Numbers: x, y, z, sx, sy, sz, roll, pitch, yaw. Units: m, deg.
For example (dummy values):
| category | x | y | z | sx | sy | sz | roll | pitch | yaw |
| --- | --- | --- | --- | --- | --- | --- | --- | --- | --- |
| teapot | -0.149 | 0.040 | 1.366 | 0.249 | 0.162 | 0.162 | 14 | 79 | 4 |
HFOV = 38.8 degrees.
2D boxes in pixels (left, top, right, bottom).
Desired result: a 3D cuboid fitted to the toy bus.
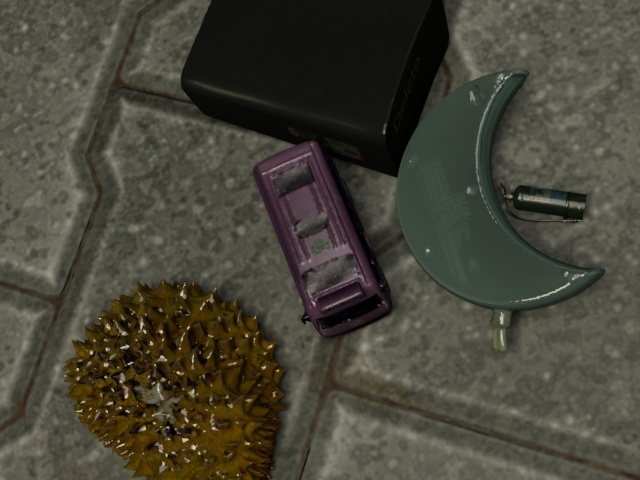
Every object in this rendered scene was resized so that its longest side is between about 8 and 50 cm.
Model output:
| category | x | y | z | sx | sy | sz | roll | pitch | yaw |
| --- | --- | --- | --- | --- | --- | --- | --- | --- | --- |
| toy bus | 0.000 | 0.000 | 0.875 | 0.087 | 0.098 | 0.178 | -24 | 73 | 4 |

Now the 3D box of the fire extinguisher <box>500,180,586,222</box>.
| category | x | y | z | sx | sy | sz | roll | pitch | yaw |
| --- | --- | --- | --- | --- | --- | --- | --- | --- | --- |
| fire extinguisher | 0.213 | -0.036 | 0.880 | 0.083 | 0.025 | 0.038 | 11 | 101 | 14 |

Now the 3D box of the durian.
| category | x | y | z | sx | sy | sz | roll | pitch | yaw |
| --- | --- | --- | --- | --- | --- | --- | --- | --- | --- |
| durian | -0.140 | 0.134 | 0.858 | 0.249 | 0.138 | 0.183 | 40 | 95 | 24 |

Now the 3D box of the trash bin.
| category | x | y | z | sx | sy | sz | roll | pitch | yaw |
| --- | --- | --- | --- | --- | --- | --- | --- | --- | --- |
| trash bin | -0.005 | -0.180 | 0.917 | 0.225 | 0.115 | 0.165 | 17 | 79 | 17 |

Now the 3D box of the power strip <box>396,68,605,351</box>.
| category | x | y | z | sx | sy | sz | roll | pitch | yaw |
| --- | --- | --- | --- | --- | --- | --- | --- | --- | --- |
| power strip | 0.159 | -0.024 | 0.856 | 0.167 | 0.054 | 0.253 | -21 | 75 | 24 |
